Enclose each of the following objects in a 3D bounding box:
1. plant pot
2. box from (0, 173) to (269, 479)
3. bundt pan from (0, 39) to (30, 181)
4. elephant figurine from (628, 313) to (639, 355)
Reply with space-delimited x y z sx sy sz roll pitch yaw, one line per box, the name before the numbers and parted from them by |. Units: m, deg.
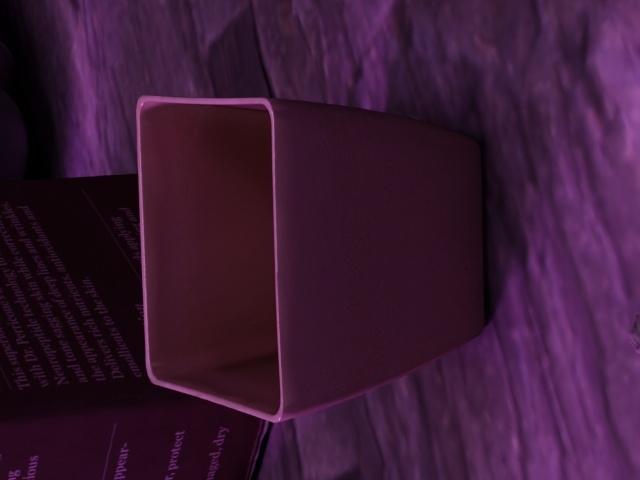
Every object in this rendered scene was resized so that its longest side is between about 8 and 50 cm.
plant pot | 0.000 0.000 0.721 0.109 0.096 0.109 8 101 59
box | -0.156 0.085 0.906 0.168 0.203 0.167 55 139 44
bundt pan | -0.259 -0.026 1.153 0.331 0.124 0.330 15 107 60
elephant figurine | 0.180 -0.047 0.351 0.239 0.186 0.169 91 -160 -69
